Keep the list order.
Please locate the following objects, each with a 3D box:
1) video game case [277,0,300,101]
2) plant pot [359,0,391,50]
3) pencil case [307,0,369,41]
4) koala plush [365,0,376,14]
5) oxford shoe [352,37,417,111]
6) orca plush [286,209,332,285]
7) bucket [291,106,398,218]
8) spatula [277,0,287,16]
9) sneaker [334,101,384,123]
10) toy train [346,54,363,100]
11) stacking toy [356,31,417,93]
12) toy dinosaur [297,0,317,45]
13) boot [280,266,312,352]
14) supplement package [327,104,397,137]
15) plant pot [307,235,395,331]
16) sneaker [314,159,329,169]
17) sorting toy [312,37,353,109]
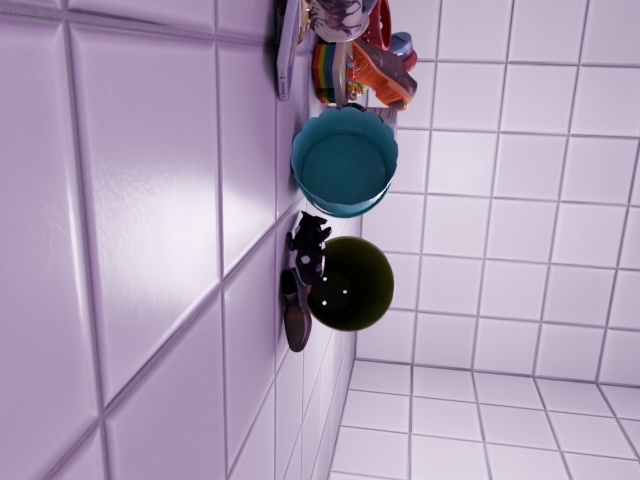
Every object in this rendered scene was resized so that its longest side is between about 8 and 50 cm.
[{"bbox_3d":[-0.065,-0.423,1.258,0.183,0.023,0.201,103,-4,-80],"label":"video game case"},{"bbox_3d":[0.149,-0.757,2.085,0.191,0.174,0.190,-2,90,-70],"label":"plant pot"},{"bbox_3d":[0.041,-0.722,1.473,0.183,0.160,0.410,-65,158,-44],"label":"pencil case"},{"bbox_3d":[0.092,-0.786,1.700,0.196,0.203,0.221,34,18,-33],"label":"koala plush"},{"bbox_3d":[0.183,-0.604,2.023,0.132,0.364,0.130,-58,-159,-22],"label":"oxford shoe"},{"bbox_3d":[0.000,0.000,1.566,0.151,0.102,0.287,56,22,-16],"label":"orca plush"},{"bbox_3d":[0.065,-0.198,1.576,0.183,0.282,0.280,76,19,-80],"label":"bucket"},{"bbox_3d":[-0.067,-0.593,1.255,0.084,0.031,0.296,87,10,-68],"label":"spatula"},{"bbox_3d":[0.118,-0.359,1.806,0.300,0.111,0.121,-30,145,-54],"label":"sneaker"},{"bbox_3d":[0.110,-0.499,1.837,0.166,0.046,0.125,-23,117,-81],"label":"toy train"},{"bbox_3d":[0.182,-0.667,2.187,0.279,0.309,0.130,-63,141,-30],"label":"stacking toy"},{"bbox_3d":[-0.041,-0.548,1.385,0.092,0.053,0.183,-74,166,-48],"label":"toy dinosaur"},{"bbox_3d":[-0.074,0.170,1.499,0.106,0.082,0.219,35,53,-64],"label":"boot"},{"bbox_3d":[0.139,-0.374,2.037,0.133,0.244,0.138,-75,167,-53],"label":"supplement package"},{"bbox_3d":[0.058,0.142,1.819,0.293,0.275,0.274,134,-38,-78],"label":"plant pot"},{"bbox_3d":[0.020,-0.241,1.794,0.276,0.098,0.135,-70,164,-58],"label":"sneaker"},{"bbox_3d":[0.039,-0.532,1.813,0.255,0.090,0.256,77,18,-64],"label":"sorting toy"}]
